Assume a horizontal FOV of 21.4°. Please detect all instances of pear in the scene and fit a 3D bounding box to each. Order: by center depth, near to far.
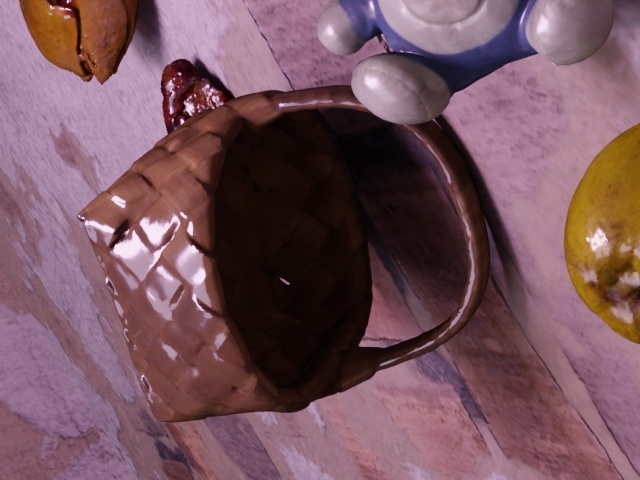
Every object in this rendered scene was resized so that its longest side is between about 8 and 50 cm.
[{"bbox_3d":[0.236,-0.008,1.095,0.149,0.162,0.149,33,145,27],"label":"pear"}]

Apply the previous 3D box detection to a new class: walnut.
[{"bbox_3d":[-0.265,-0.273,1.859,0.137,0.137,0.245,43,153,31],"label":"walnut"}]

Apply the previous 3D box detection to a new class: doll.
[{"bbox_3d":[0.071,-0.225,1.145,0.228,0.154,0.258,-21,113,36],"label":"doll"}]

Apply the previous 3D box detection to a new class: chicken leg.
[{"bbox_3d":[-0.112,-0.060,1.916,0.322,0.083,0.177,66,166,-22],"label":"chicken leg"}]

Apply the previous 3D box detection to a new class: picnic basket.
[{"bbox_3d":[0.000,0.000,1.531,0.337,0.337,0.293,16,129,60],"label":"picnic basket"}]
